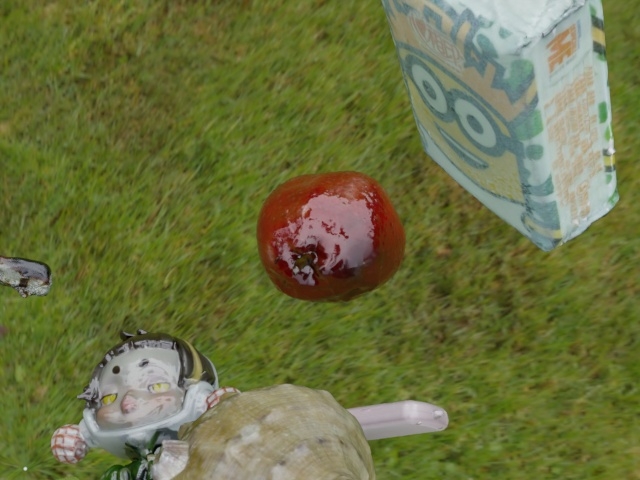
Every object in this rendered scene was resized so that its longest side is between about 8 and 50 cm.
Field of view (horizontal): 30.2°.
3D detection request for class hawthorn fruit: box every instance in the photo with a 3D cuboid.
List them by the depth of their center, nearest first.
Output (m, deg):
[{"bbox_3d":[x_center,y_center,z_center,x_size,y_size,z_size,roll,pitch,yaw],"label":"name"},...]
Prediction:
[{"bbox_3d":[0.000,0.000,1.803,0.230,0.266,0.210,8,103,20],"label":"hawthorn fruit"}]

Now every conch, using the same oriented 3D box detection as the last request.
[{"bbox_3d":[-0.049,0.248,0.944,0.186,0.324,0.263,4,87,0],"label":"conch"}]

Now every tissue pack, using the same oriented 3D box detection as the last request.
[{"bbox_3d":[0.183,-0.163,1.209,0.128,0.311,0.228,-38,52,-13],"label":"tissue pack"}]

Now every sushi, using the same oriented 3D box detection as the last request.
[{"bbox_3d":[-0.410,0.047,1.635,0.083,0.046,0.044,15,40,-14],"label":"sushi"}]

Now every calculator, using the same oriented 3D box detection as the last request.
[{"bbox_3d":[0.083,0.234,1.529,0.100,0.175,0.032,22,60,-51],"label":"calculator"}]

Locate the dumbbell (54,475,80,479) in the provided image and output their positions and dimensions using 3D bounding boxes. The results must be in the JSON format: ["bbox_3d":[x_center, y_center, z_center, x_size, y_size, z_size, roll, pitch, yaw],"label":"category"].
[{"bbox_3d":[-0.272,0.301,0.945,0.121,0.302,0.108,44,30,-9],"label":"dumbbell"}]

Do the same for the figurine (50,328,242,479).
[{"bbox_3d":[-0.222,0.278,1.594,0.281,0.167,0.370,-15,54,10],"label":"figurine"}]
